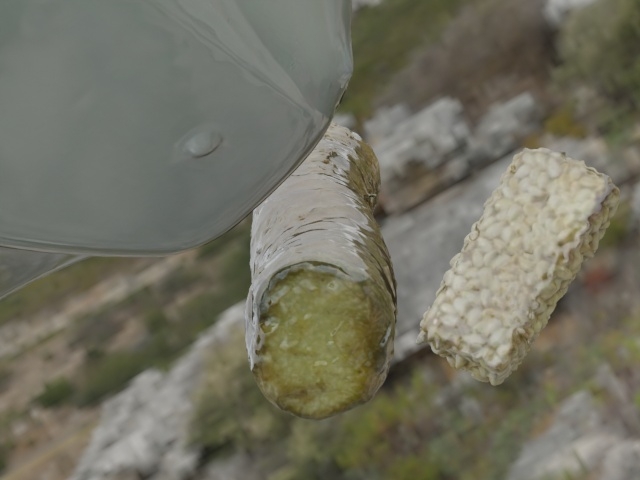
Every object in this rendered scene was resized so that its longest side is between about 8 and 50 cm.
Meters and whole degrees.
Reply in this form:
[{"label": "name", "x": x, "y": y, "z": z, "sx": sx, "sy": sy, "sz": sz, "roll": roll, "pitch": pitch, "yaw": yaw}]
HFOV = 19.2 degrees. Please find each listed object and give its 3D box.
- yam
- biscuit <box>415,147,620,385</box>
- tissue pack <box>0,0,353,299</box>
[{"label": "yam", "x": 0.000, "y": 0.000, "z": 0.819, "sx": 0.066, "sy": 0.066, "sz": 0.299, "roll": -30, "pitch": 13, "yaw": 8}, {"label": "biscuit", "x": 0.135, "y": 0.017, "z": 1.274, "sx": 0.168, "sy": 0.082, "sz": 0.070, "roll": -59, "pitch": -15, "yaw": -12}, {"label": "tissue pack", "x": -0.179, "y": -0.064, "z": 0.449, "sx": 0.333, "sy": 0.236, "sz": 0.229, "roll": -35, "pitch": -31, "yaw": 14}]
